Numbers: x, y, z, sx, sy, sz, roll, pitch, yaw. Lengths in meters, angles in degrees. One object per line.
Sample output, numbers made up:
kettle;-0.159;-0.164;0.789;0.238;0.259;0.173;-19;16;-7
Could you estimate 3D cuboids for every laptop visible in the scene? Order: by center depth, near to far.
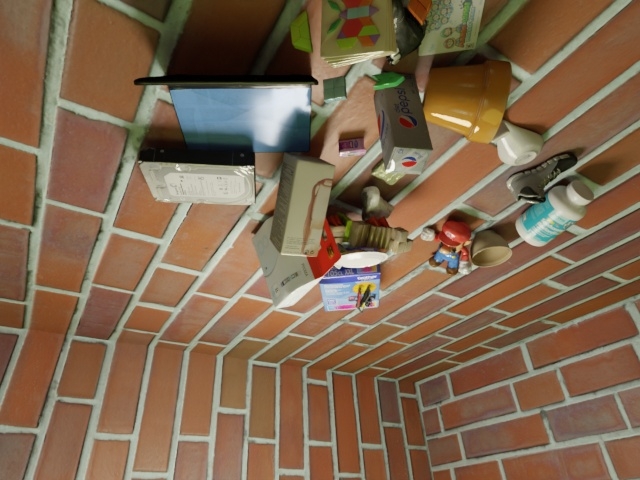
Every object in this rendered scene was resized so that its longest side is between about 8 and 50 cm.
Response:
laptop;-0.208;-0.306;1.095;0.382;0.408;0.236;-2;113;-4

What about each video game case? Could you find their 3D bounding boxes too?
video game case;0.310;-0.523;1.003;0.143;0.019;0.157;-6;146;4

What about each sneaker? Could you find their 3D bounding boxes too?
sneaker;0.188;-0.489;0.951;0.106;0.078;0.234;-24;171;10
sneaker;0.767;-0.193;1.430;0.229;0.132;0.086;-25;140;29
sneaker;0.209;-0.128;1.530;0.115;0.090;0.232;-10;155;-2

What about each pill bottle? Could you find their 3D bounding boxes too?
pill bottle;0.868;-0.103;1.560;0.146;0.146;0.264;8;144;-17

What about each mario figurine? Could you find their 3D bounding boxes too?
mario figurine;0.516;0.047;1.731;0.198;0.170;0.320;-5;147;5

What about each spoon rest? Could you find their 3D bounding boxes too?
spoon rest;0.602;-0.308;1.313;0.137;0.084;0.276;-30;151;35

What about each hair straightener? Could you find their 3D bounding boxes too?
hair straightener;0.205;0.272;1.876;0.089;0.047;0.230;-3;146;-2

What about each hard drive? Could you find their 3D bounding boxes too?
hard drive;-0.379;-0.198;1.349;0.339;0.064;0.237;2;154;-8

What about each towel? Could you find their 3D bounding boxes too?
towel;0.250;-0.246;1.398;0.110;0.027;0.148;22;138;-31

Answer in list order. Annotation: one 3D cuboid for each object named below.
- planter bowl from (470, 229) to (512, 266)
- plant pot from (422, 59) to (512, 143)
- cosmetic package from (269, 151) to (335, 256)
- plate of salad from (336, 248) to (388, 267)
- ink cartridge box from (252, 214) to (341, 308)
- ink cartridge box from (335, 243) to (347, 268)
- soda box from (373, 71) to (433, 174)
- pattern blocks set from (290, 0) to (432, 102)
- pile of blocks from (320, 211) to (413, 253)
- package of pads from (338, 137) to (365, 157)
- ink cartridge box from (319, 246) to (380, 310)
planter bowl;0.703;0.025;1.765;0.162;0.109;0.162;-2;146;-1
plant pot;0.367;-0.369;1.099;0.188;0.205;0.205;10;146;7
cosmetic package;-0.062;-0.113;1.324;0.129;0.153;0.296;4;109;-22
plate of salad;0.143;0.059;1.512;0.200;0.048;0.200;-5;163;-1
ink cartridge box;-0.101;0.028;1.513;0.091;0.308;0.385;-4;152;-35
ink cartridge box;0.000;0.000;1.624;0.078;0.231;0.134;-50;135;2
soda box;0.204;-0.305;1.077;0.098;0.286;0.091;2;147;-7
pattern blocks set;0.074;-0.450;0.844;0.286;0.324;0.026;-15;173;16
pile of blocks;0.154;-0.048;1.493;0.362;0.149;0.112;9;112;-6
package of pads;0.097;-0.287;1.302;0.083;0.050;0.032;-7;151;4
ink cartridge box;0.128;0.162;1.884;0.270;0.151;0.395;-6;144;3
